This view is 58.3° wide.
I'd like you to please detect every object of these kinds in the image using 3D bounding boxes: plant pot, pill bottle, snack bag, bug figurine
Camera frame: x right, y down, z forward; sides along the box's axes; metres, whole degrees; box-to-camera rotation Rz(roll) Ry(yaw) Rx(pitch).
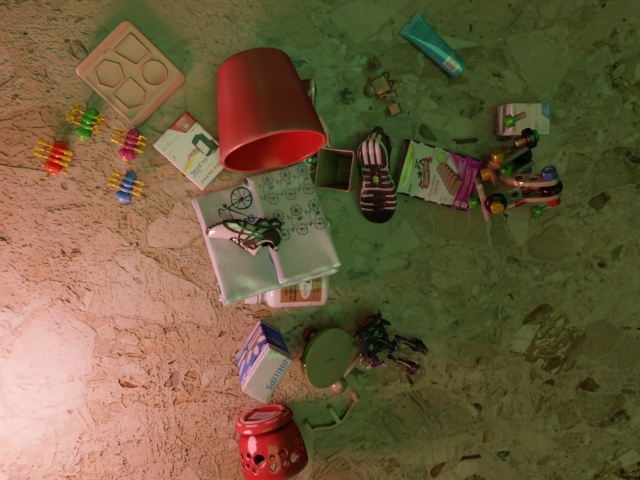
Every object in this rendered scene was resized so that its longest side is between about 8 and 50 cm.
[{"bbox_3d":[0.059,-0.196,1.597,0.109,0.096,0.109,11,99,28],"label":"plant pot"},{"bbox_3d":[-0.098,0.122,1.606,0.229,0.131,0.131,-1,98,-11],"label":"pill bottle"},{"bbox_3d":[-0.143,0.572,1.639,0.191,0.191,0.174,-13,92,-9],"label":"plant pot"},{"bbox_3d":[-0.145,-0.334,1.463,0.275,0.275,0.243,-13,81,-9],"label":"plant pot"},{"bbox_3d":[-0.148,-0.024,1.541,0.342,0.037,0.323,-16,81,-14],"label":"snack bag"},{"bbox_3d":[-0.574,-0.220,1.491,0.279,0.072,0.216,24,87,-9],"label":"bug figurine"}]

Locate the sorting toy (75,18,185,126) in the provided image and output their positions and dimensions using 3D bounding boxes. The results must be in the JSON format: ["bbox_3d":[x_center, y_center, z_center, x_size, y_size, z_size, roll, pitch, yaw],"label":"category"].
[{"bbox_3d":[-0.492,-0.433,1.497,0.193,0.038,0.208,-46,108,-2],"label":"sorting toy"}]

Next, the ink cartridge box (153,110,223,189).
[{"bbox_3d":[-0.336,-0.238,1.535,0.175,0.072,0.127,43,88,-13],"label":"ink cartridge box"}]

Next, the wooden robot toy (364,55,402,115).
[{"bbox_3d":[0.165,-0.427,1.626,0.079,0.076,0.173,-22,105,29],"label":"wooden robot toy"}]

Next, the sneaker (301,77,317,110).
[{"bbox_3d":[-0.046,-0.370,1.578,0.065,0.061,0.158,2,74,7],"label":"sneaker"}]

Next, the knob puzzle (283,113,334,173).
[{"bbox_3d":[-0.043,-0.270,1.612,0.213,0.030,0.213,-2,98,-12],"label":"knob puzzle"}]

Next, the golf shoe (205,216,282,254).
[{"bbox_3d":[-0.195,-0.008,1.474,0.198,0.077,0.094,-3,80,-8],"label":"golf shoe"}]

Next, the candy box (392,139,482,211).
[{"bbox_3d":[0.336,-0.190,1.679,0.233,0.071,0.159,13,96,-12],"label":"candy box"}]

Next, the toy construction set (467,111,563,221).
[{"bbox_3d":[0.526,-0.148,1.637,0.237,0.309,0.257,-24,58,9],"label":"toy construction set"}]

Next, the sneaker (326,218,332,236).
[{"bbox_3d":[0.000,0.000,1.653,0.067,0.042,0.118,-7,92,-14],"label":"sneaker"}]

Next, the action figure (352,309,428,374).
[{"bbox_3d":[0.176,0.301,1.670,0.276,0.141,0.164,29,71,-30],"label":"action figure"}]

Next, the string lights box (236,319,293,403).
[{"bbox_3d":[-0.156,0.321,1.557,0.077,0.260,0.133,32,90,-14],"label":"string lights box"}]

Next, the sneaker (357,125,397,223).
[{"bbox_3d":[0.175,-0.196,1.634,0.106,0.162,0.281,6,132,14],"label":"sneaker"}]

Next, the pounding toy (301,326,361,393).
[{"bbox_3d":[0.008,0.336,1.689,0.237,0.110,0.183,38,77,-43],"label":"pounding toy"}]

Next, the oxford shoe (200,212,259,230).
[{"bbox_3d":[-0.217,-0.048,1.594,0.227,0.083,0.096,-1,79,-12],"label":"oxford shoe"}]

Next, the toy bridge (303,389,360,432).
[{"bbox_3d":[0.042,0.530,1.748,0.188,0.026,0.063,-31,105,-6],"label":"toy bridge"}]

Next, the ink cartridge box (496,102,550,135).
[{"bbox_3d":[0.589,-0.356,1.695,0.143,0.090,0.092,-2,98,-10],"label":"ink cartridge box"}]

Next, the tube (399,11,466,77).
[{"bbox_3d":[0.325,-0.553,1.638,0.207,0.052,0.080,41,84,-9],"label":"tube"}]
